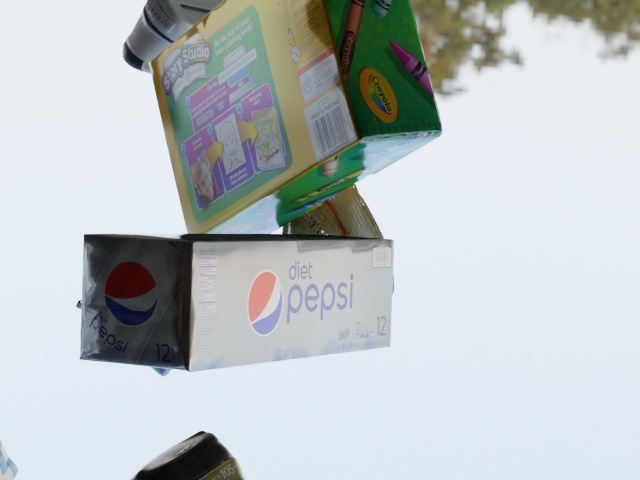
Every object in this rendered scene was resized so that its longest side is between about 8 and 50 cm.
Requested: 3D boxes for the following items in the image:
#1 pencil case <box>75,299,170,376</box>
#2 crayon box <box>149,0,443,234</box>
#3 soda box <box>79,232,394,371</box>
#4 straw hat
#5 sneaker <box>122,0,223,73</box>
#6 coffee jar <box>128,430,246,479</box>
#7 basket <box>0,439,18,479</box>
[{"bbox_3d":[-0.245,0.112,2.275,0.152,0.070,0.064,36,-125,12],"label":"pencil case"},{"bbox_3d":[-0.029,-0.115,1.367,0.081,0.165,0.278,-7,168,-33],"label":"crayon box"},{"bbox_3d":[-0.054,0.041,1.279,0.098,0.091,0.286,3,-178,31],"label":"soda box"},{"bbox_3d":[0.000,0.000,1.474,0.061,0.144,0.144,-26,-152,-19],"label":"straw hat"},{"bbox_3d":[-0.111,-0.204,1.807,0.258,0.091,0.094,9,-134,-53],"label":"sneaker"},{"bbox_3d":[-0.068,0.235,1.291,0.184,0.079,0.096,51,-141,7],"label":"coffee jar"},{"bbox_3d":[-0.487,0.299,1.857,0.255,0.201,0.289,1,-134,26],"label":"basket"}]
